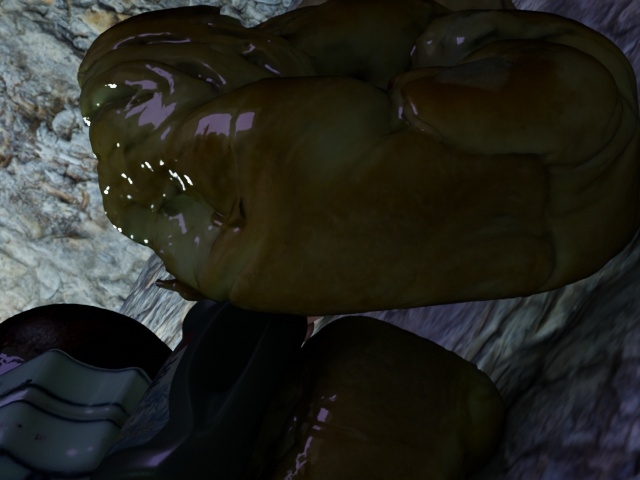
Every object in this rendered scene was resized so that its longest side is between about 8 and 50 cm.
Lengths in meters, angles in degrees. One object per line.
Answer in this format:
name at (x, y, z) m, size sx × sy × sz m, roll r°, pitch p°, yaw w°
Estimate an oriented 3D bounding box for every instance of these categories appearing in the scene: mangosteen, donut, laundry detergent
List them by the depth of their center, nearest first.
laundry detergent at (-0.059, 0.085, 0.978) m, size 0.144 × 0.078 × 0.221 m, roll -34°, pitch 21°, yaw 52°
donut at (0.025, -0.067, 0.978) m, size 0.360 × 0.360 × 0.170 m, roll -98°, pitch 6°, yaw -73°
donut at (0.001, 0.174, 0.992) m, size 0.261 × 0.128 × 0.208 m, roll -60°, pitch 11°, yaw -18°
mangosteen at (-0.255, 0.211, 1.554) m, size 0.297 × 0.297 × 0.313 m, roll -56°, pitch -1°, yaw 7°

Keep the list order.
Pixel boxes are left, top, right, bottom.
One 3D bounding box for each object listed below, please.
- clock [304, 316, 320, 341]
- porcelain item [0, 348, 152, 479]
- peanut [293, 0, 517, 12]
clock at (0.000, 0.000, 1.564) m, size 0.166 × 0.093 × 0.162 m, roll -48°, pitch 12°, yaw 43°
porcelain item at (-0.211, 0.249, 1.183) m, size 0.281 × 0.286 × 0.157 m, roll -26°, pitch 20°, yaw 21°
peanut at (0.058, -0.169, 1.503) m, size 0.387 × 0.169 × 0.192 m, roll -7°, pitch 72°, yaw 64°
